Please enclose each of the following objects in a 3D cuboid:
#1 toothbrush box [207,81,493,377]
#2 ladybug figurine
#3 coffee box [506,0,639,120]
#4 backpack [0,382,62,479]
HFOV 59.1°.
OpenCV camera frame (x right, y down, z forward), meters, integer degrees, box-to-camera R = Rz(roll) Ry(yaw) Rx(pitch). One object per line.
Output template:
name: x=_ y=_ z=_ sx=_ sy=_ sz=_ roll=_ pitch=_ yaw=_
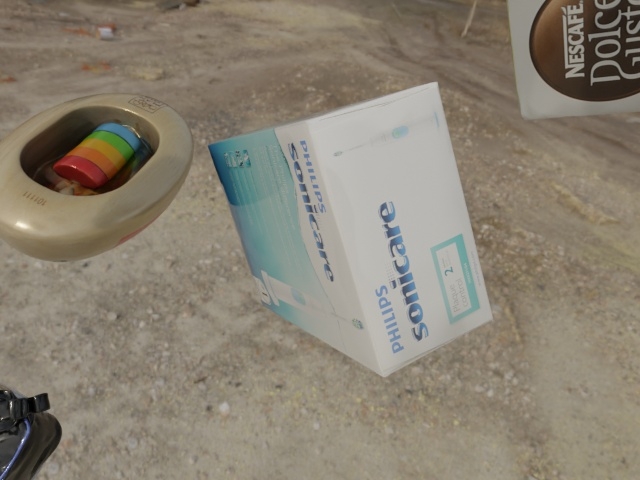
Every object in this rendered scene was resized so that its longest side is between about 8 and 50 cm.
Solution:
toothbrush box: x=0.010 y=-0.021 z=0.574 sx=0.126 sy=0.216 sz=0.296 roll=-22 pitch=13 yaw=-21
ladybug figurine: x=-0.406 y=-0.118 z=1.036 sx=0.305 sy=0.161 sz=0.449 roll=25 pitch=44 yaw=5
coffee box: x=0.360 y=-0.356 z=0.536 sx=0.335 sy=0.337 sz=0.338 roll=1 pitch=45 yaw=27
backpack: x=-0.524 y=0.286 z=0.770 sx=0.264 sy=0.213 sz=0.276 roll=29 pitch=67 yaw=8
